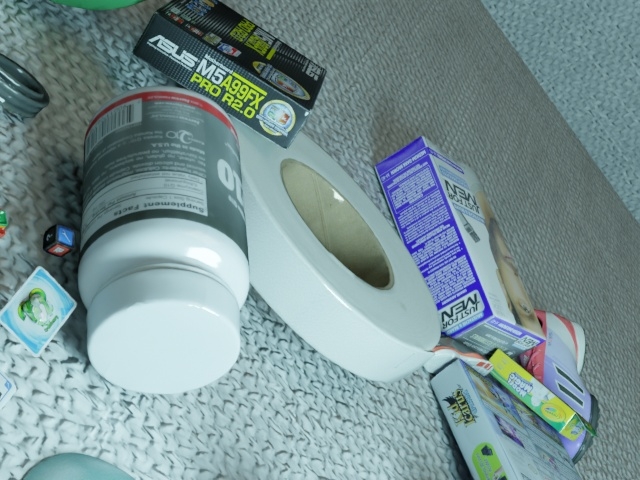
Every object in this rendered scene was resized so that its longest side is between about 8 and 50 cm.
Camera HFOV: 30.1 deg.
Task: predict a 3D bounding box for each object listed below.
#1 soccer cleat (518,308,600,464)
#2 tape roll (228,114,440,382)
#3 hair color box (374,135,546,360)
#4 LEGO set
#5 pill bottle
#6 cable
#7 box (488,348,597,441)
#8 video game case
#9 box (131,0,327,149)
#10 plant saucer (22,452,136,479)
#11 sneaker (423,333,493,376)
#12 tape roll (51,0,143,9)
[{"bbox_3d":[0.377,0.234,1.947,0.116,0.108,0.318,25,36,-13],"label":"soccer cleat"},{"bbox_3d":[0.000,0.000,1.471,0.392,0.072,0.392,44,19,-19],"label":"tape roll"},{"bbox_3d":[0.220,0.018,1.886,0.185,0.110,0.338,25,41,-52],"label":"hair color box"},{"bbox_3d":[-0.302,0.035,0.984,0.182,0.060,0.244,49,37,-17],"label":"LEGO set"},{"bbox_3d":[-0.151,-0.003,1.149,0.161,0.161,0.283,37,31,-37],"label":"pill bottle"},{"bbox_3d":[-0.377,-0.182,1.111,0.139,0.072,0.287,48,7,22],"label":"cable"},{"bbox_3d":[0.337,0.242,1.803,0.179,0.043,0.105,38,2,30],"label":"box"},{"bbox_3d":[0.286,0.318,1.652,0.269,0.061,0.244,37,21,-37],"label":"video game case"},{"bbox_3d":[-0.104,-0.225,1.498,0.216,0.060,0.270,32,18,-6],"label":"box"},{"bbox_3d":[-0.165,0.255,0.964,0.195,0.037,0.195,42,29,-30],"label":"plant saucer"},{"bbox_3d":[0.195,0.162,1.723,0.158,0.061,0.064,27,31,-49],"label":"sneaker"},{"bbox_3d":[-0.273,-0.425,1.360,0.321,0.077,0.321,11,69,-31],"label":"tape roll"}]
